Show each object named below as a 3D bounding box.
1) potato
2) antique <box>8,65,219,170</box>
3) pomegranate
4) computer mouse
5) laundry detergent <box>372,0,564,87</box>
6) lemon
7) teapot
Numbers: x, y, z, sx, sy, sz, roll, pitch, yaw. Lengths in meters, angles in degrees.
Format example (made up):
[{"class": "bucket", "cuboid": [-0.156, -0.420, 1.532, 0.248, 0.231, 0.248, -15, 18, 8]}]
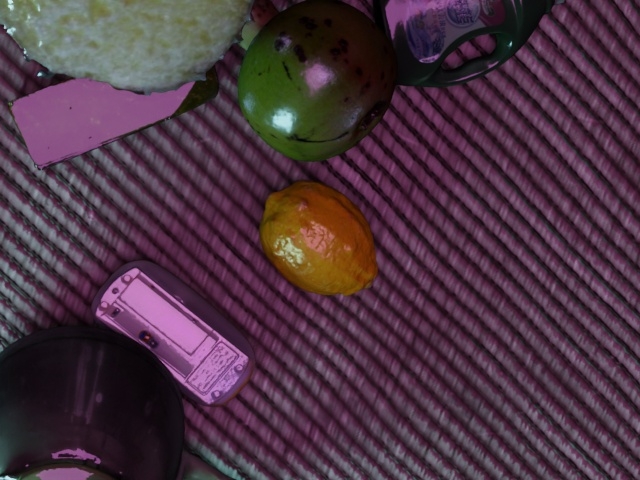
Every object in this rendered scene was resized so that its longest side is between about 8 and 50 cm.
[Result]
[{"class": "potato", "cuboid": [-0.209, -0.336, 1.487, 0.300, 0.237, 0.289, 3, 135, -20]}, {"class": "antique", "cuboid": [-0.218, -0.155, 1.591, 0.220, 0.080, 0.081, -22, 101, -1]}, {"class": "pomegranate", "cuboid": [-0.018, -0.179, 1.579, 0.179, 0.210, 0.179, -19, 125, -30]}, {"class": "computer mouse", "cuboid": [-0.165, 0.105, 1.666, 0.199, 0.045, 0.102, 39, 97, -13]}, {"class": "laundry detergent", "cuboid": [0.168, -0.244, 1.629, 0.210, 0.063, 0.137, -11, 106, -7]}, {"class": "lemon", "cuboid": [0.000, 0.000, 1.631, 0.155, 0.114, 0.114, 39, 95, -16]}, {"class": "teapot", "cuboid": [-0.243, 0.275, 1.590, 0.239, 0.239, 0.322, -32, 115, 11]}]
